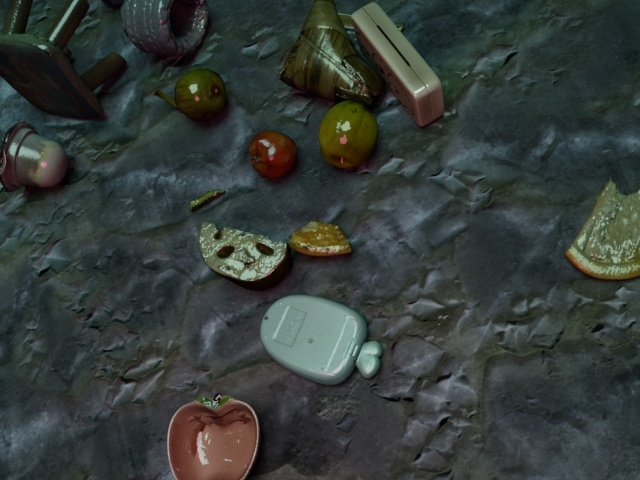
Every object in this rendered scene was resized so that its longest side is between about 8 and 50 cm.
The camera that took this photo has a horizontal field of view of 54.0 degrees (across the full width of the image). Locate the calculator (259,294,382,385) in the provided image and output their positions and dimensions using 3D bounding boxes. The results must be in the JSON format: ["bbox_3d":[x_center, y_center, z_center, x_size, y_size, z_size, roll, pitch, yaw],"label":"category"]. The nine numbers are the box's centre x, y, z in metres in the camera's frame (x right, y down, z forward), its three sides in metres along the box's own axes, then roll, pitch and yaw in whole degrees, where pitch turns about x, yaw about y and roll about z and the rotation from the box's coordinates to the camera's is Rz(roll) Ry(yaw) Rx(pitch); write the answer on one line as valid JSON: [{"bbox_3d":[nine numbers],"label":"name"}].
[{"bbox_3d":[-0.002,0.218,1.397,0.295,0.042,0.184,17,72,23],"label":"calculator"}]

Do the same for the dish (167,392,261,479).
[{"bbox_3d":[-0.213,0.430,1.335,0.213,0.090,0.214,-6,68,14],"label":"dish"}]

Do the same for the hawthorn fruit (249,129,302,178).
[{"bbox_3d":[-0.116,-0.215,1.593,0.125,0.140,0.125,-10,75,42],"label":"hawthorn fruit"}]

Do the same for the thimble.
[{"bbox_3d":[-0.452,-0.654,1.830,0.172,0.205,0.237,13,67,22],"label":"thimble"}]

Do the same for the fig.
[{"bbox_3d":[-0.348,-0.388,1.731,0.186,0.147,0.142,-28,71,46],"label":"fig"}]

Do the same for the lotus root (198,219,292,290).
[{"bbox_3d":[-0.181,0.038,1.488,0.234,0.119,0.138,21,73,22],"label":"lotus root"}]

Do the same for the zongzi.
[{"bbox_3d":[0.061,-0.502,1.622,0.285,0.134,0.289,24,97,19],"label":"zongzi"}]

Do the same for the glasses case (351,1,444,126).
[{"bbox_3d":[0.193,-0.448,1.590,0.076,0.144,0.337,-30,61,0],"label":"glasses case"}]

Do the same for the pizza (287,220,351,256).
[{"bbox_3d":[0.000,0.001,1.489,0.159,0.036,0.099,6,42,12],"label":"pizza"}]

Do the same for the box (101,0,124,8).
[{"bbox_3d":[-0.566,-0.940,1.929,0.348,0.318,0.257,-9,66,11],"label":"box"}]

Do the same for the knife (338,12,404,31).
[{"bbox_3d":[0.109,-0.606,1.753,0.256,0.022,0.046,18,76,22],"label":"knife"}]

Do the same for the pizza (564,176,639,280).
[{"bbox_3d":[0.644,-0.029,1.333,0.181,0.034,0.262,21,73,24],"label":"pizza"}]

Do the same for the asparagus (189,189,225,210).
[{"bbox_3d":[-0.298,-0.109,1.642,0.108,0.021,0.025,-28,61,2],"label":"asparagus"}]

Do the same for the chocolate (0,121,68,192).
[{"bbox_3d":[-0.787,-0.221,1.750,0.147,0.221,0.221,11,69,5],"label":"chocolate"}]

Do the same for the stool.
[{"bbox_3d":[-0.762,-0.534,1.811,0.310,0.310,0.226,14,67,20],"label":"stool"}]

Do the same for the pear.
[{"bbox_3d":[0.071,-0.260,1.535,0.148,0.149,0.162,17,79,22],"label":"pear"}]
